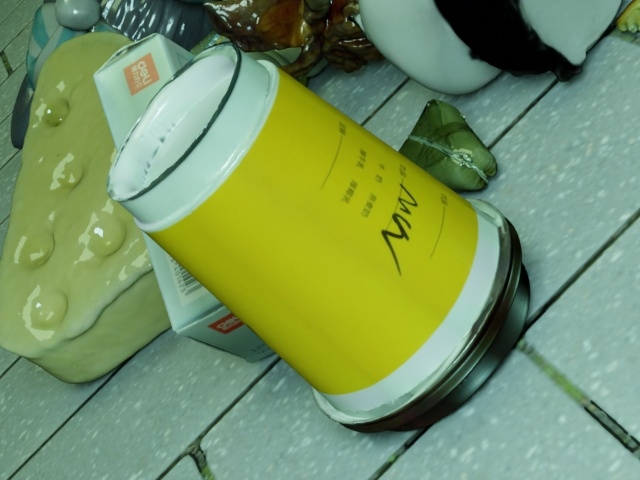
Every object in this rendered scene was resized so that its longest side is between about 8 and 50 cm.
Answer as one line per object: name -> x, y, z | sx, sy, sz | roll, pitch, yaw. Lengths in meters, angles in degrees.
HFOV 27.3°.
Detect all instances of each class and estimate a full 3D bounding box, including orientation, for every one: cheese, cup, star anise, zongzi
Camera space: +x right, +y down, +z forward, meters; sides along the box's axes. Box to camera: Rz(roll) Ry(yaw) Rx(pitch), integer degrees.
cheese -> -0.197, -0.023, 1.330 | 0.383, 0.104, 0.384 | -17, 57, 27
cup -> 0.000, 0.000, 0.911 | 0.196, 0.279, 0.196 | -38, 29, 26
star anise -> 0.002, -0.219, 1.323 | 0.212, 0.111, 0.196 | -8, 8, 7
zongzi -> 0.091, -0.050, 1.109 | 0.113, 0.052, 0.104 | -52, 30, 18

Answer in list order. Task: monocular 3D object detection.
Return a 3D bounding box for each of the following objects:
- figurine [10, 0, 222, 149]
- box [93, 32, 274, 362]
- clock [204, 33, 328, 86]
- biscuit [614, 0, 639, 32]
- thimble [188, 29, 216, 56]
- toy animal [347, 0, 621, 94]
figurine -> -0.225, -0.239, 1.641 | 0.361, 0.266, 0.378 | 176, 111, -73
box -> -0.097, -0.037, 1.125 | 0.079, 0.135, 0.269 | -29, 64, 16
clock -> -0.059, -0.193, 1.460 | 0.144, 0.103, 0.231 | 11, 63, 44
biscuit -> 0.332, -0.202, 1.005 | 0.139, 0.016, 0.231 | -50, 26, -10
thimble -> -0.117, -0.209, 1.583 | 0.062, 0.084, 0.110 | -37, 19, 11
toy animal -> 0.140, -0.225, 1.151 | 0.235, 0.165, 0.187 | -5, 43, 55
